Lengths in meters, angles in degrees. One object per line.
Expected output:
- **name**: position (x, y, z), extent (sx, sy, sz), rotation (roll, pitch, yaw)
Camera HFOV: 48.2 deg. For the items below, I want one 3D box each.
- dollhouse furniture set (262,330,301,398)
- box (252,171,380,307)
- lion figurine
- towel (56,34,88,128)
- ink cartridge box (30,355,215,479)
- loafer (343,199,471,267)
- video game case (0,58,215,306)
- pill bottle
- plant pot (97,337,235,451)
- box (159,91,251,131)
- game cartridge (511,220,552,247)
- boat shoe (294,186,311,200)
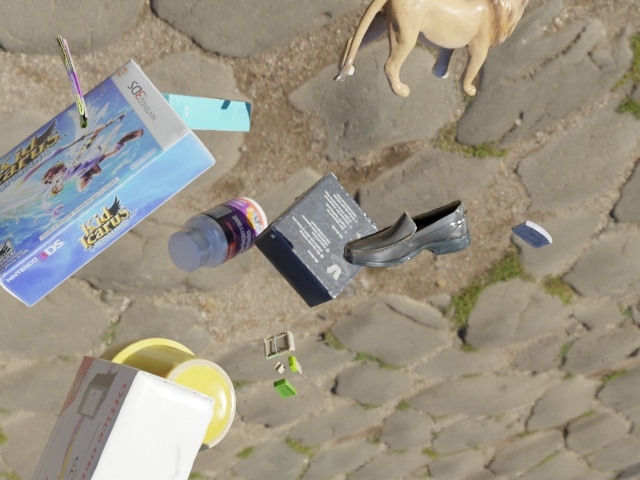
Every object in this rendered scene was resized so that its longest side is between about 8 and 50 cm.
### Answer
- **dollhouse furniture set**: position (-0.088, 0.298, 1.730), extent (0.076, 0.152, 0.059), rotation (-21, 137, 11)
- **box**: position (0.000, 0.000, 1.199), extent (0.156, 0.158, 0.093), rotation (49, 150, -7)
- **lion figurine**: position (0.203, -0.384, 1.245), extent (0.392, 0.142, 0.240), rotation (-14, 134, -36)
- **towel**: position (-0.247, -0.157, 0.713), extent (0.009, 0.083, 0.060), rotation (-16, -178, -18)
- **ink cartridge box**: position (-0.305, 0.303, 1.069), extent (0.131, 0.226, 0.306), rotation (28, 161, -25)
- **loafer**: position (0.109, -0.010, 0.914), extent (0.170, 0.062, 0.061), rotation (-14, 118, -11)
- **video game case**: position (-0.290, -0.085, 0.881), extent (0.269, 0.244, 0.061), rotation (-39, 133, -4)
- **pill bottle**: position (-0.200, -0.009, 1.387), extent (0.193, 0.108, 0.108), rotation (-31, 164, -51)
- **plant pot**: position (-0.293, 0.308, 1.360), extent (0.254, 0.254, 0.239), rotation (22, 157, -36)
- **box**: position (-0.242, -0.245, 1.361), extent (0.100, 0.060, 0.244), rotation (13, -167, 28)
- **game cartridge**: position (0.477, -0.014, 1.608), extent (0.083, 0.017, 0.056), rotation (33, 152, -20)
- **boat shoe**: position (-0.021, -0.043, 1.552), extent (0.073, 0.224, 0.080), rotation (-26, 119, 11)
